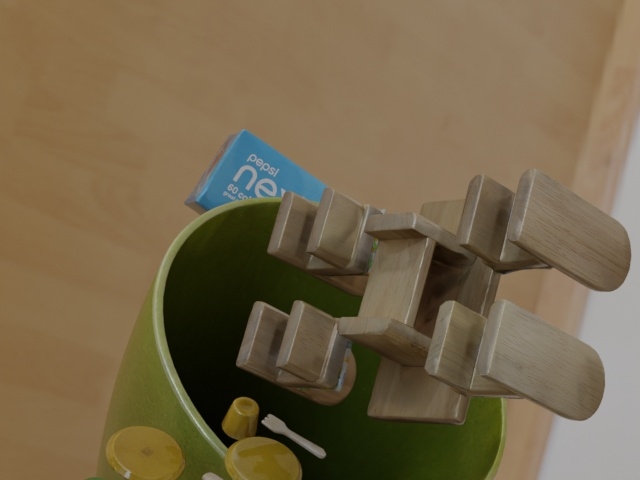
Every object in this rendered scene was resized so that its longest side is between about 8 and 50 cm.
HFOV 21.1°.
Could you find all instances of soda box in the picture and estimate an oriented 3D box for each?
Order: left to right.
[{"bbox_3d":[0.000,0.000,1.365,0.210,0.067,0.071,34,83,-10],"label":"soda box"}]

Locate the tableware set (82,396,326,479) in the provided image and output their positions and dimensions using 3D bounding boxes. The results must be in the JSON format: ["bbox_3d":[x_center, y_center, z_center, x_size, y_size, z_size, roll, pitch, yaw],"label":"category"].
[{"bbox_3d":[-0.076,0.142,1.016,0.154,0.104,0.024,-38,155,-48],"label":"tableware set"}]

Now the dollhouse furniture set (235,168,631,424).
[{"bbox_3d":[0.075,0.096,1.007,0.161,0.212,0.242,28,70,-36],"label":"dollhouse furniture set"}]

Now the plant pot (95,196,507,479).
[{"bbox_3d":[-0.056,0.163,1.278,0.275,0.275,0.293,-31,165,-46],"label":"plant pot"}]
